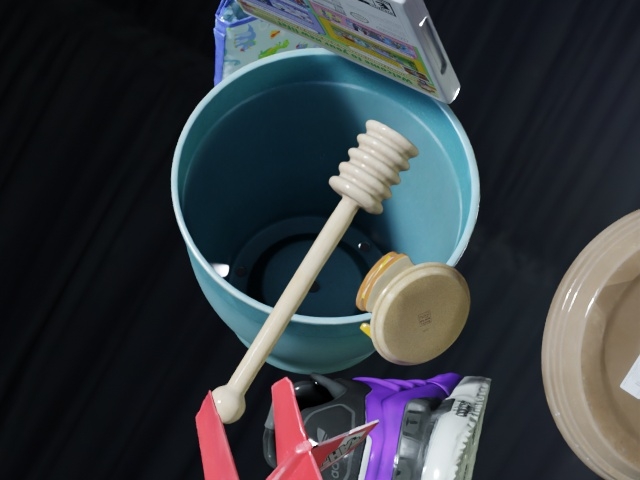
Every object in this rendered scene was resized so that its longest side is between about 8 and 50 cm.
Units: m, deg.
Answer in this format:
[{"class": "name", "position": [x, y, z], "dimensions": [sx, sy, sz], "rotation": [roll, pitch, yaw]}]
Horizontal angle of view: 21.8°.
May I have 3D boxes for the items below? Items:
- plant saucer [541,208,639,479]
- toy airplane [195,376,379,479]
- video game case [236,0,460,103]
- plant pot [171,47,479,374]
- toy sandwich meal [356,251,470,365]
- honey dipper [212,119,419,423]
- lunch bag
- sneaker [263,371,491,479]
[{"class": "plant saucer", "position": [0.335, 0.102, 1.497], "dimensions": [0.277, 0.278, 0.041], "rotation": [28, 1, -14]}, {"class": "toy airplane", "position": [-0.026, 0.117, 0.688], "dimensions": [0.028, 0.151, 0.151], "rotation": [8, 19, -35]}, {"class": "video game case", "position": [0.001, -0.193, 1.320], "dimensions": [0.212, 0.023, 0.193], "rotation": [26, -10, 22]}, {"class": "plant pot", "position": [0.000, 0.000, 1.574], "dimensions": [0.271, 0.272, 0.255], "rotation": [31, -22, 11]}, {"class": "toy sandwich meal", "position": [0.062, 0.046, 1.127], "dimensions": [0.085, 0.086, 0.029], "rotation": [25, 10, -36]}, {"class": "honey dipper", "position": [-0.007, 0.016, 0.791], "dimensions": [0.030, 0.161, 0.030], "rotation": [32, -6, 4]}, {"class": "lunch bag", "position": [-0.056, -0.228, 1.738], "dimensions": [0.096, 0.151, 0.129], "rotation": [36, -30, 19]}, {"class": "sneaker", "position": [0.037, 0.133, 1.161], "dimensions": [0.146, 0.102, 0.293], "rotation": [11, -2, 8]}]
